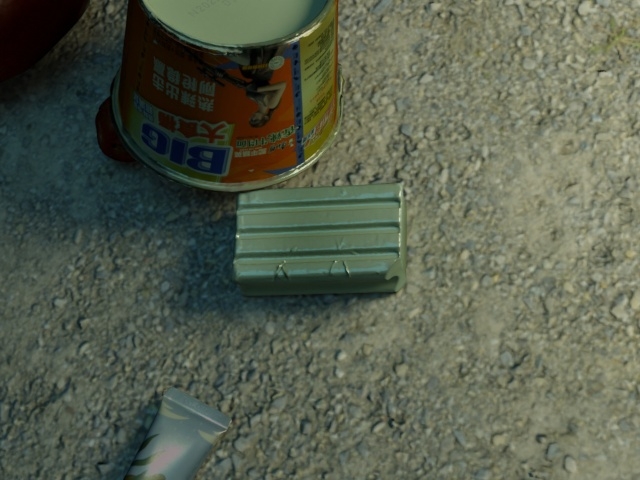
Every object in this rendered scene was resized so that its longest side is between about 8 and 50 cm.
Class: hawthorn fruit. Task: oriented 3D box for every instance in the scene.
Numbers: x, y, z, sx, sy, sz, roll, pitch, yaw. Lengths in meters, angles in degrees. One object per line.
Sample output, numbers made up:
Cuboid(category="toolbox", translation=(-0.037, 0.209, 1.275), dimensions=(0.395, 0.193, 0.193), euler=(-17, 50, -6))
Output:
Cuboid(category="hawthorn fruit", translation=(-0.242, -0.140, 1.378), dimensions=(0.093, 0.093, 0.093), euler=(-4, 67, 10))

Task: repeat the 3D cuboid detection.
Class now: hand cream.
Cuboid(category="hand cream", translation=(-0.196, 0.288, 1.213), dimensions=(0.088, 0.055, 0.256), euler=(24, 68, 15))

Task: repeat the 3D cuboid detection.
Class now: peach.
Cuboid(category="peach", translation=(-0.471, -0.333, 1.413), dimensions=(0.338, 0.281, 0.281), euler=(-23, 65, 2))

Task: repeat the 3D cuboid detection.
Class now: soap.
Cuboid(category="soap", translation=(0.000, 0.000, 1.278), dimensions=(0.198, 0.066, 0.119), euler=(-2, 69, 11))

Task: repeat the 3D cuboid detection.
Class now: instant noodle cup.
Cuboid(category="instant noodle cup", translation=(-0.105, -0.229, 1.269), dimensions=(0.297, 0.214, 0.296), euler=(3, 57, -5))
